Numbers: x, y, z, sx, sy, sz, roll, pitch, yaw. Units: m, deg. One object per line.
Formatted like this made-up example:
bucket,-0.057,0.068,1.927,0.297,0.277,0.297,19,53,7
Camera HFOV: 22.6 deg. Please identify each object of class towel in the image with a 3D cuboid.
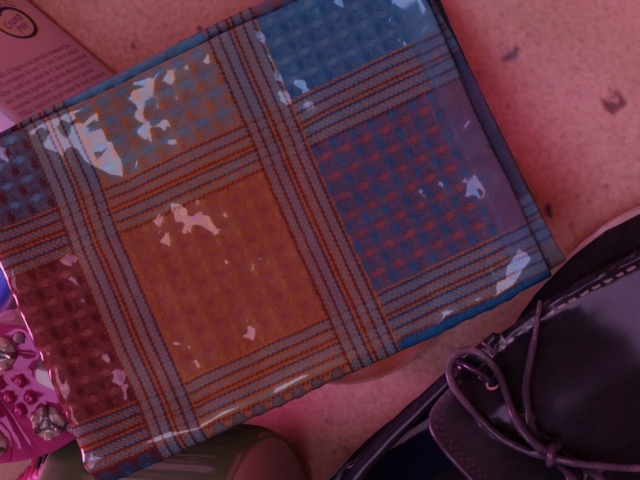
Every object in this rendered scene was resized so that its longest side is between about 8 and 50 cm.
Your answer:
towel,-0.046,-0.022,1.134,0.370,0.040,0.271,-25,83,2

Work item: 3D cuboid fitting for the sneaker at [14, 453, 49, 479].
sneaker,-0.245,0.225,1.461,0.057,0.047,0.119,34,123,-16

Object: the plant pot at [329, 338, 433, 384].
plant pot,0.000,0.000,1.259,0.236,0.032,0.236,9,112,22

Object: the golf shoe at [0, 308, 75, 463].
golf shoe,-0.185,0.085,1.242,0.306,0.140,0.115,-20,98,9

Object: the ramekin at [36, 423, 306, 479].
ramekin,-0.108,0.283,1.272,0.148,0.303,0.303,-2,109,18

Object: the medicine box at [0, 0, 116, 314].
medicine box,-0.321,-0.073,1.311,0.289,0.149,0.263,40,121,5

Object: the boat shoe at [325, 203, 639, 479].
boat shoe,0.165,0.141,1.168,0.500,0.156,0.187,-41,88,30
